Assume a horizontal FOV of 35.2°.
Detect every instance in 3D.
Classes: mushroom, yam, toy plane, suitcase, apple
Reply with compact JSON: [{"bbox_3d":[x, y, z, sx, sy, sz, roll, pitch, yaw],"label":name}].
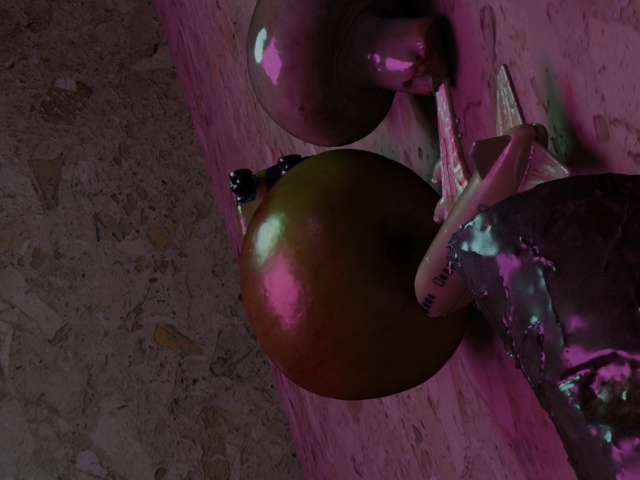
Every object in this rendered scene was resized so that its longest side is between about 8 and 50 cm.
[{"bbox_3d":[0.035,-0.188,1.000,0.204,0.204,0.204,167,90,-78],"label":"mushroom"},{"bbox_3d":[0.190,0.065,0.584,0.154,0.154,0.254,89,163,-45],"label":"yam"},{"bbox_3d":[0.137,-0.014,0.839,0.256,0.104,0.242,94,156,-55],"label":"toy plane"},{"bbox_3d":[0.000,0.000,1.247,0.235,0.143,0.194,12,-116,-67],"label":"suitcase"},{"bbox_3d":[0.038,0.038,1.031,0.194,0.261,0.261,-29,73,55],"label":"apple"}]
